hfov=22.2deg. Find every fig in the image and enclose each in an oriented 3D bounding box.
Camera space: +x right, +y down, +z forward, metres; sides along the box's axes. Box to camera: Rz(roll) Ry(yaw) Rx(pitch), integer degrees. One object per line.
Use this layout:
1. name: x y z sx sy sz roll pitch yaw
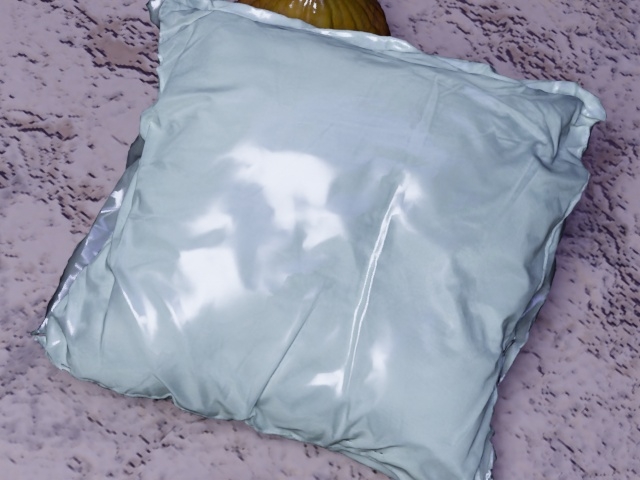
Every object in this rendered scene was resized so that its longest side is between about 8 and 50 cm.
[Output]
1. fig: -0.014 -0.158 1.128 0.119 0.153 0.119 -8 37 6

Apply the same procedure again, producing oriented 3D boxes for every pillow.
1. pillow: 0.000 0.000 1.022 0.310 0.138 0.283 16 78 -3
